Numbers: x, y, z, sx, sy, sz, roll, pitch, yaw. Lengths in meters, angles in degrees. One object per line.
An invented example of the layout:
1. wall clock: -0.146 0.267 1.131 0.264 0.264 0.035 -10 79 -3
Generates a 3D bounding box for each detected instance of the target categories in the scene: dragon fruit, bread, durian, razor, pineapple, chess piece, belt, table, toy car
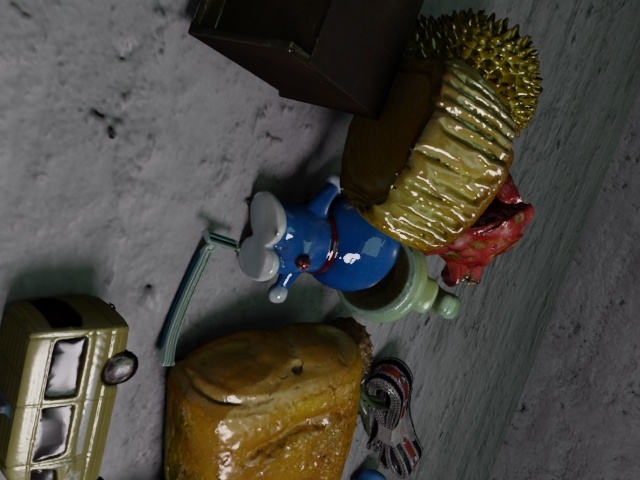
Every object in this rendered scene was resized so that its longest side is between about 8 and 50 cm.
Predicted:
1. dragon fruit: 0.460 -0.108 1.365 0.111 0.153 0.153 -27 145 15
2. bread: 0.129 -0.115 0.674 0.142 0.253 0.227 24 104 -22
3. dragon fruit: 0.263 0.006 1.009 0.134 0.262 0.211 -45 129 -26
4. durian: 0.222 -0.251 0.864 0.258 0.258 0.293 -58 138 -12
5. razor: -0.176 0.077 0.705 0.068 0.037 0.191 23 92 -58
6. pineapple: 0.063 0.279 1.042 0.119 0.130 0.277 -15 131 1
7. bread: -0.069 0.300 0.809 0.328 0.148 0.337 -3 113 -34
8. chess piece: 0.168 0.090 1.029 0.298 0.176 0.176 25 89 -55
9. belt: 0.177 0.432 1.272 0.094 0.126 0.359 -38 134 -35
10. table: -0.015 -0.265 0.607 0.193 0.172 0.169 14 98 -57
11. toy car: -0.291 0.191 0.570 0.124 0.101 0.257 5 103 -48

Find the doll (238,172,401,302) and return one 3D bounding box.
1. doll: 0.000 0.000 0.810 0.257 0.161 0.215 7 117 -36

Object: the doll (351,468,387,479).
1. doll: 0.063 0.705 1.260 0.363 0.145 0.199 -31 119 -45
